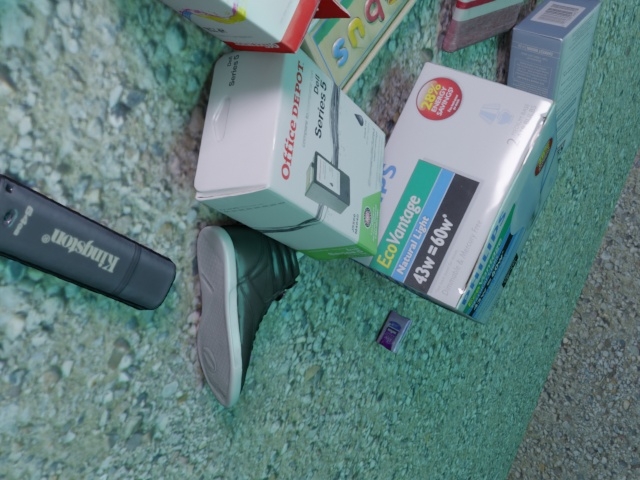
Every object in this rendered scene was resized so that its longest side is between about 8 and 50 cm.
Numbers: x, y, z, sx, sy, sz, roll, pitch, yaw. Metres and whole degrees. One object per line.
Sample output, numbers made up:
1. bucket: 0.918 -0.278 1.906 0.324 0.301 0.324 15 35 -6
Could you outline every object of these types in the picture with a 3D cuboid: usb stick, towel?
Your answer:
1. usb stick: -0.272 0.012 0.685 0.077 0.045 0.278 -59 143 -5
2. towel: 0.325 -0.513 1.063 0.237 0.037 0.329 -31 145 -38

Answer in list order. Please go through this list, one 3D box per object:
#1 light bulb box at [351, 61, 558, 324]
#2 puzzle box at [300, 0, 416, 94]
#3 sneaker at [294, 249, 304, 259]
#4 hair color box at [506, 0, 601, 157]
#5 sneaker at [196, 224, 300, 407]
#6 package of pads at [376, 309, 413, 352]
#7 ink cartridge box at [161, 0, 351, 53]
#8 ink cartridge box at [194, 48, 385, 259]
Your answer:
1. light bulb box: 0.251 -0.061 1.091 0.358 0.225 0.361 -65 156 0
2. puzzle box: 0.075 -0.425 0.837 0.409 0.052 0.272 -55 147 -13
3. sneaker: 0.001 0.000 1.004 0.152 0.058 0.085 -51 134 -28
4. hair color box: 0.506 -0.332 1.358 0.185 0.113 0.375 -43 144 -28
5. sneaker: -0.101 0.108 0.902 0.146 0.104 0.296 -15 118 -40
6. package of pads: 0.163 0.201 1.331 0.083 0.050 0.032 -63 149 -2
7. ink cartridge box: -0.095 -0.264 0.627 0.231 0.134 0.078 24 91 -40
8. ink cartridge box: -0.025 -0.105 0.810 0.273 0.114 0.199 29 62 -54
